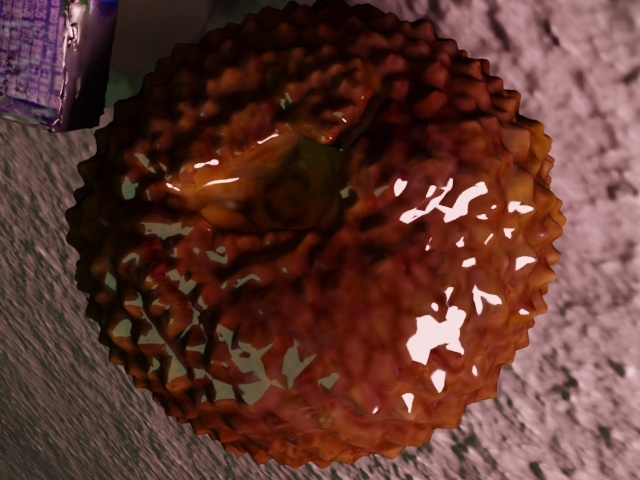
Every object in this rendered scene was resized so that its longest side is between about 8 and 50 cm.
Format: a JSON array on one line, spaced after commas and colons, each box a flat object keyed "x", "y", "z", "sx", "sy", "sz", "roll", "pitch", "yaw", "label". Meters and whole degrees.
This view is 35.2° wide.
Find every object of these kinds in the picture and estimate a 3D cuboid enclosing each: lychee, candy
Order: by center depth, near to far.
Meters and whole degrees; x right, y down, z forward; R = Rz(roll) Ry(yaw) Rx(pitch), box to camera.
[{"x": -0.132, "y": -0.213, "z": 0.497, "sx": 0.088, "sy": 0.061, "sz": 0.312, "roll": 17, "pitch": 106, "yaw": 16, "label": "candy"}, {"x": 0.000, "y": 0.000, "z": 0.569, "sx": 0.267, "sy": 0.267, "sz": 0.267, "roll": 32, "pitch": 147, "yaw": 24, "label": "lychee"}]

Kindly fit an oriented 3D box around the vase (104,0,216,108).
[{"x": -0.227, "y": -0.188, "z": 0.721, "sx": 0.360, "sy": 0.165, "sz": 0.165, "roll": 17, "pitch": 138, "yaw": 47, "label": "vase"}]
